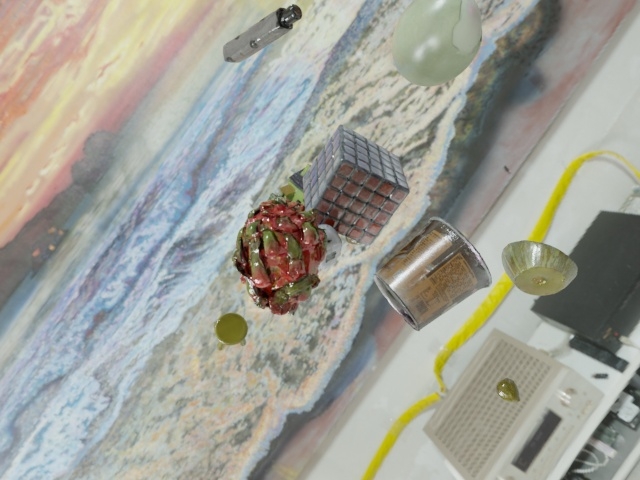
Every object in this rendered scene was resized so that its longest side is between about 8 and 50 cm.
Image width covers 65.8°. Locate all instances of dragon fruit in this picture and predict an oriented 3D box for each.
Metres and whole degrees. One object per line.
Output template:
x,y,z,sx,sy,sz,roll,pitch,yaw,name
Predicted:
-0.103,0.040,1.268,0.237,0.231,0.302,102,179,-74,dragon fruit

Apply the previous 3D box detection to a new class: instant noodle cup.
0.257,0.087,1.177,0.207,0.217,0.217,-37,14,-6,instant noodle cup

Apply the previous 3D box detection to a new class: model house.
-0.061,-0.159,1.777,0.211,0.170,0.194,-61,40,13,model house

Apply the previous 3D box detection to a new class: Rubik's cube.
0.100,-0.167,1.509,0.237,0.238,0.237,-54,23,30,Rubik's cube

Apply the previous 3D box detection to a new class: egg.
0.387,-0.667,1.614,0.278,0.278,0.336,-58,9,-16,egg

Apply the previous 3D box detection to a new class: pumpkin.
0.636,0.101,1.465,0.217,0.217,0.110,-33,19,53,pumpkin

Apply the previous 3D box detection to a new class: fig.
0.640,0.513,1.682,0.074,0.088,0.074,-31,-28,-19,fig

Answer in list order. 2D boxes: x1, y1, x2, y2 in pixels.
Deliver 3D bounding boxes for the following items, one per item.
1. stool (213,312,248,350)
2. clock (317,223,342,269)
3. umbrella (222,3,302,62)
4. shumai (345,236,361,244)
-0.308,0.311,1.691,0.134,0.135,0.110,-56,-2,-27,stool
-0.001,0.000,1.440,0.080,0.117,0.176,-30,-20,-14,clock
-0.174,-0.598,1.441,0.073,0.067,0.337,-29,15,-40,umbrella
0.111,-0.062,1.713,0.145,0.116,0.145,-33,41,35,shumai
